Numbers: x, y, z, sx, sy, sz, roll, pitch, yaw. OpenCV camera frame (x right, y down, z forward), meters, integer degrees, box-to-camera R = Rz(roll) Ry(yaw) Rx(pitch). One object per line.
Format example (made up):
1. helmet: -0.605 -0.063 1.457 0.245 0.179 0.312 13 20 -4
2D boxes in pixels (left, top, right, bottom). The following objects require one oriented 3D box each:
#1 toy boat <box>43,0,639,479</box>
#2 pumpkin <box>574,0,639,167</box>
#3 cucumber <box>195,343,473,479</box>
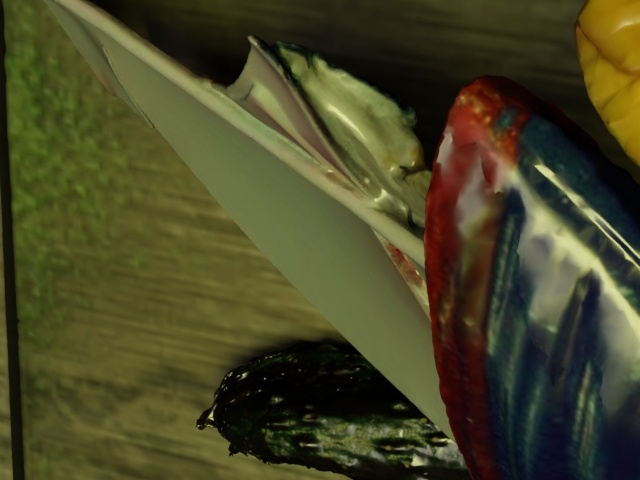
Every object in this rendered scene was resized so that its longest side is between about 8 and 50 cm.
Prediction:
1. toy boat: 0.018 0.023 0.454 0.318 0.072 0.219 21 149 56
2. pumpkin: 0.140 -0.102 0.323 0.190 0.139 0.281 -37 59 38
3. cucumber: 0.040 0.065 0.542 0.181 0.053 0.053 5 113 23
